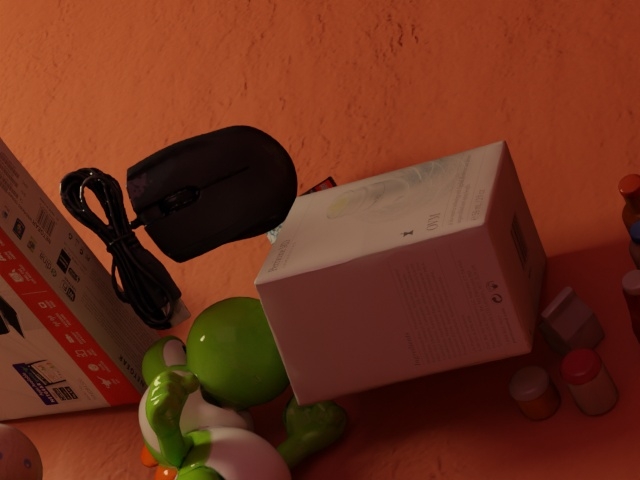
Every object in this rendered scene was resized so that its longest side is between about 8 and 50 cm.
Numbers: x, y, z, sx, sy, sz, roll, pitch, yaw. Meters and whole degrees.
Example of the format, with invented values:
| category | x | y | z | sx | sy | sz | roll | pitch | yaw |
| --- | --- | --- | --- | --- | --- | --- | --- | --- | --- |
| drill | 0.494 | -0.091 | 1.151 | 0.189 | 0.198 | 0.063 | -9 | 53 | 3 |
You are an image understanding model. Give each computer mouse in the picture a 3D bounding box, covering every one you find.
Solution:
| category | x | y | z | sx | sy | sz | roll | pitch | yaw |
| --- | --- | --- | --- | --- | --- | --- | --- | --- | --- |
| computer mouse | -0.115 | -0.041 | 2.017 | 0.272 | 0.188 | 0.072 | -30 | -5 | -40 |

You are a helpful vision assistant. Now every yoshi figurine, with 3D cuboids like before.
| category | x | y | z | sx | sy | sz | roll | pitch | yaw |
| --- | --- | --- | --- | --- | --- | --- | --- | --- | --- |
| yoshi figurine | -0.071 | 0.176 | 1.836 | 0.203 | 0.203 | 0.362 | -19 | 37 | -9 |

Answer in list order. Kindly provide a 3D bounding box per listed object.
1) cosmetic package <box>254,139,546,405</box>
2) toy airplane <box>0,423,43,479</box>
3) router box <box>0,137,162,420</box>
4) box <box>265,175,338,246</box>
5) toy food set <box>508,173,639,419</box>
| category | x | y | z | sx | sy | sz | roll | pitch | yaw |
| --- | --- | --- | --- | --- | --- | --- | --- | --- | --- |
| cosmetic package | 0.079 | 0.027 | 1.849 | 0.225 | 0.138 | 0.224 | -16 | 18 | 16 |
| toy airplane | -0.313 | 0.284 | 1.668 | 0.384 | 0.386 | 0.272 | 17 | 83 | 21 |
| router box | -0.371 | 0.053 | 2.011 | 0.301 | 0.335 | 0.082 | -10 | 45 | 28 |
| box | 0.000 | 0.000 | 2.073 | 0.094 | 0.027 | 0.137 | -32 | 40 | 1 |
| toy food set | 0.258 | 0.057 | 1.797 | 0.232 | 0.104 | 0.111 | -45 | 42 | -15 |
